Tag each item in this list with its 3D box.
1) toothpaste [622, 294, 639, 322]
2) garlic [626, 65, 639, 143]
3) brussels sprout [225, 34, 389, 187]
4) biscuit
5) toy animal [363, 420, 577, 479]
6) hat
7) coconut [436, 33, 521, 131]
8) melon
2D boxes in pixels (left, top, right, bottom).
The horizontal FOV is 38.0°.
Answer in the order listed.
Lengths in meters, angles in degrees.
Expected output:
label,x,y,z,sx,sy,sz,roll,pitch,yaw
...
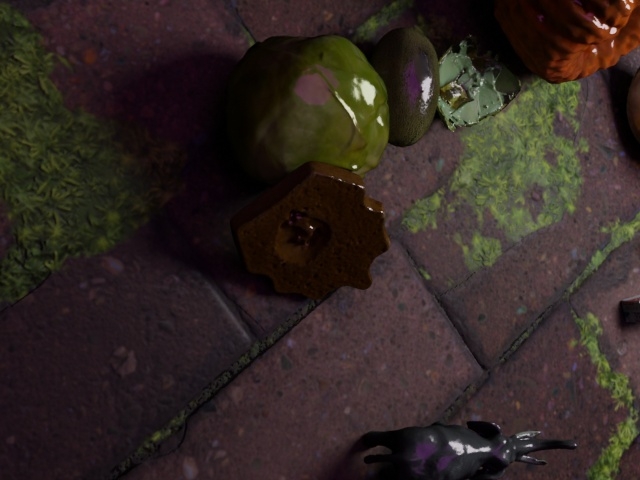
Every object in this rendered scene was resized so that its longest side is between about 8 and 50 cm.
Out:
label,x,y,z,sx,sy,sz,roll,pitch,yaw
toothpaste,0.573,0.094,1.499,0.196,0.047,0.040,-12,93,-28
garlic,0.551,-0.209,1.493,0.115,0.128,0.206,-25,93,15
brussels sprout,-0.016,-0.152,1.150,0.223,0.161,0.223,0,89,-27
biscuit,-0.001,-0.002,1.157,0.182,0.034,0.215,-35,132,14
toy animal,0.185,0.278,1.221,0.270,0.137,0.082,0,81,-20
hat,0.333,-0.446,1.341,0.285,0.285,0.400,-29,79,-28
coconut,0.213,-0.225,1.341,0.158,0.055,0.133,-11,88,-30
melon,0.112,-0.207,1.262,0.099,0.099,0.162,5,84,-28
